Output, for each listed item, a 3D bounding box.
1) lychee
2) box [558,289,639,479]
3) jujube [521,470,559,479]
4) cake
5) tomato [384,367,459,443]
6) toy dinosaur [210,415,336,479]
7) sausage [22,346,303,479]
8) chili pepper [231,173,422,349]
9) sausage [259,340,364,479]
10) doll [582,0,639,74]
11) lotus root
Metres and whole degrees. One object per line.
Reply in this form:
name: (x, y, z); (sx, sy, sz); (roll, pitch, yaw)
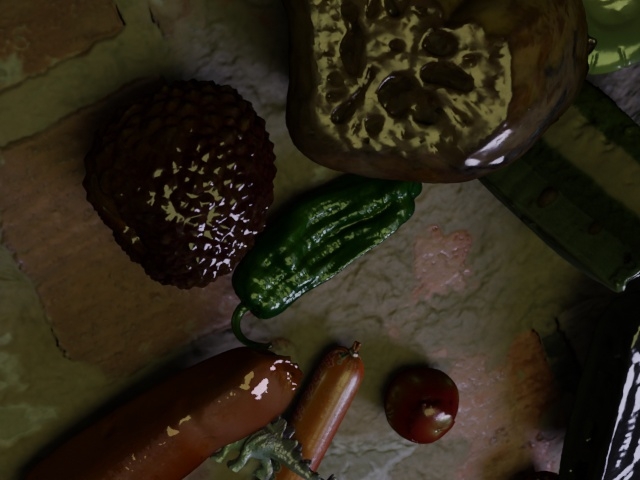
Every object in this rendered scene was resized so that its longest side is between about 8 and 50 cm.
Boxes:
lychee: (-0.126, -0.061, 1.343); (0.188, 0.188, 0.188); (-7, 116, -16)
box: (0.417, 0.173, 1.651); (0.289, 0.073, 0.290); (-10, 124, -32)
jujube: (0.271, 0.336, 1.715); (0.077, 0.077, 0.129); (-23, 130, -7)
cake: (0.300, -0.037, 1.442); (0.158, 0.283, 0.172); (-46, 134, 6)
tomato: (0.115, 0.187, 1.590); (0.087, 0.075, 0.087); (-9, 120, -16)
toy dinosaur: (-0.061, 0.221, 1.533); (0.209, 0.039, 0.082); (28, 98, 0)
sausage: (-0.175, 0.210, 1.479); (0.348, 0.094, 0.097); (-34, 142, 5)
chili pepper: (0.001, 0.002, 1.463); (0.257, 0.074, 0.100); (-36, 103, -7)
sausage: (-0.035, 0.260, 1.584); (0.053, 0.053, 0.347); (19, 107, -25)
doll: (0.280, -0.318, 1.331); (0.268, 0.216, 0.284); (-31, 95, 4)
lotus root: (0.097, -0.187, 1.267); (0.316, 0.250, 0.316); (4, 112, 11)
